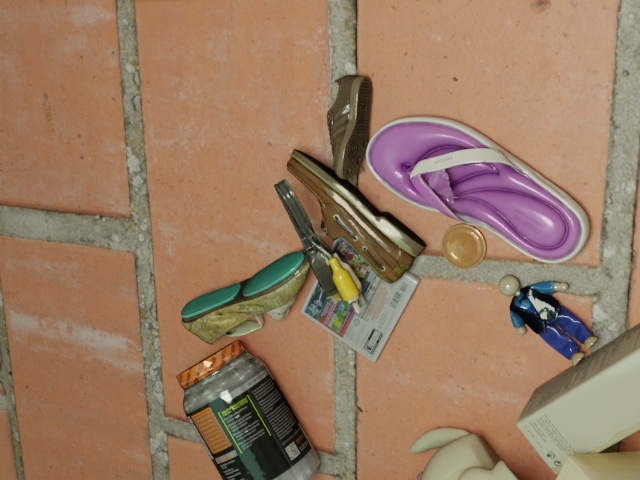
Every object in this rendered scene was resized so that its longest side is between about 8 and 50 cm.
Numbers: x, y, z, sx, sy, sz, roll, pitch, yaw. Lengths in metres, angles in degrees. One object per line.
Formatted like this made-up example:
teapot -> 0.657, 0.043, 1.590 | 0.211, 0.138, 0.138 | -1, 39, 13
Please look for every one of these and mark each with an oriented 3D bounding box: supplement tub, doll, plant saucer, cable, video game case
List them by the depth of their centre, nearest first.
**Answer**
doll -> 0.388, 0.125, 1.422 | 0.189, 0.046, 0.129 | 41, 119, 19
plant saucer -> 0.257, 0.011, 1.478 | 0.083, 0.013, 0.084 | 7, 106, 25
cable -> 0.000, 0.000, 1.502 | 0.072, 0.139, 0.287 | -24, 111, 0
video game case -> 0.074, 0.109, 1.595 | 0.183, 0.023, 0.201 | 33, 117, 16
supplement tub -> -0.153, 0.376, 1.687 | 0.193, 0.193, 0.316 | -30, 89, 30

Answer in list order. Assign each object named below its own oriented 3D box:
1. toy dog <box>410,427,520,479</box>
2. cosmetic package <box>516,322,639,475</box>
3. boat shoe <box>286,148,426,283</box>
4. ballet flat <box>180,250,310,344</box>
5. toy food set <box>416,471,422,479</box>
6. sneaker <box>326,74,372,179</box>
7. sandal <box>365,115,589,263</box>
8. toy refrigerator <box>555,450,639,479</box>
toy dog -> 0.197, 0.551, 1.430 | 0.408, 0.284, 0.395 | -43, 55, -1
cosmetic package -> 0.485, 0.238, 1.338 | 0.309, 0.160, 0.113 | -41, 84, 31
boat shoe -> 0.043, -0.043, 1.508 | 0.307, 0.110, 0.104 | 40, 104, 13
ballet flat -> -0.131, 0.125, 1.666 | 0.348, 0.123, 0.123 | -25, 91, 30
toy food set -> 0.228, 0.482, 1.616 | 0.122, 0.019, 0.078 | -42, 83, 30
sneaker -> 0.045, -0.206, 1.496 | 0.071, 0.066, 0.189 | 13, 92, 38
sandal -> 0.257, -0.094, 1.398 | 0.416, 0.102, 0.169 | 26, 114, 20
toy refrigerator -> 0.498, 0.401, 1.317 | 0.094, 0.269, 0.102 | 52, 131, 53
